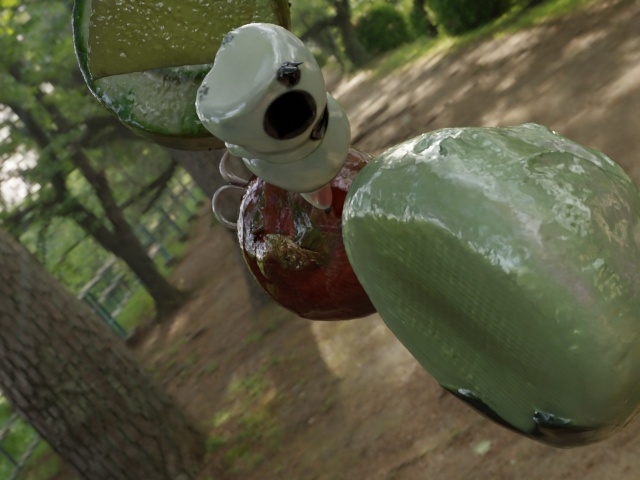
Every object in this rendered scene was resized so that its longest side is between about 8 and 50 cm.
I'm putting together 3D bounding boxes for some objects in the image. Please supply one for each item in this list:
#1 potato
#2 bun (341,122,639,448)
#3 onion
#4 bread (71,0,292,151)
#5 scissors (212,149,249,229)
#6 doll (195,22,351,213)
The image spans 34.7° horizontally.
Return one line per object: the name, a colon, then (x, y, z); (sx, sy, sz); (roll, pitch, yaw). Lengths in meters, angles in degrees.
potato: (-0.143, -0.290, 1.256); (0.112, 0.255, 0.269); (-57, -14, -51)
bun: (0.157, 0.016, 0.782); (0.179, 0.283, 0.283); (-40, 8, -21)
onion: (0.006, -0.002, 1.248); (0.248, 0.248, 0.161); (-31, 25, 47)
bread: (-0.196, -0.324, 1.607); (0.366, 0.382, 0.129); (-46, -6, -3)
scissors: (-0.024, -0.058, 1.402); (0.030, 0.242, 0.118); (146, 134, -77)
doll: (-0.036, -0.110, 0.908); (0.110, 0.107, 0.180); (-68, -23, -16)
